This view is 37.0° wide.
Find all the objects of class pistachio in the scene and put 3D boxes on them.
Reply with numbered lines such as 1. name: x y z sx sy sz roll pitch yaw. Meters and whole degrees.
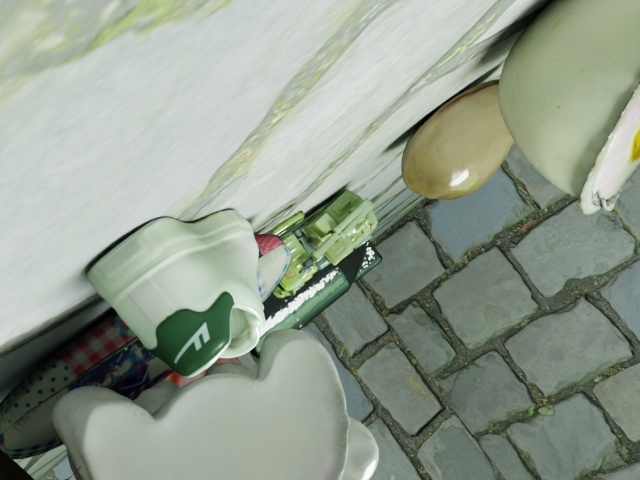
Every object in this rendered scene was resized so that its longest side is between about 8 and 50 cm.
1. pistachio: 0.176 -0.125 1.178 0.185 0.126 0.108 -39 -141 -6

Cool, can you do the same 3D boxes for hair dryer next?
1. hair dryer: -0.050 0.059 1.481 0.244 0.116 0.302 -36 -173 -14

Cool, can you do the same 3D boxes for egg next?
1. egg: 0.285 -0.187 0.967 0.264 0.174 0.286 -33 151 -48

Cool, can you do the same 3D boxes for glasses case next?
1. glasses case: -0.164 0.096 0.903 0.327 0.076 0.125 -35 173 -21

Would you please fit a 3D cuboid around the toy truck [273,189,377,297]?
1. toy truck: 0.000 0.000 1.232 0.168 0.077 0.100 -34 179 -14

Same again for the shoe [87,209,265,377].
1. shoe: -0.089 0.045 0.744 0.095 0.110 0.265 -38 173 10

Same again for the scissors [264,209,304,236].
1. scissors: -0.105 0.029 1.058 0.187 0.020 0.133 -36 -179 -31

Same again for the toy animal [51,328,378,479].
1. toy animal: -0.105 0.211 0.804 0.271 0.206 0.265 -16 163 -27

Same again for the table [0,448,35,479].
1. table: -0.281 0.337 0.693 0.249 0.317 0.317 -36 176 -12

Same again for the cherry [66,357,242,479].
1. cherry: -0.195 0.222 1.170 0.236 0.213 0.285 -26 -177 -17

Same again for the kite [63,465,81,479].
1. kite: -0.287 0.177 0.420 0.360 0.022 0.204 -18 176 0
